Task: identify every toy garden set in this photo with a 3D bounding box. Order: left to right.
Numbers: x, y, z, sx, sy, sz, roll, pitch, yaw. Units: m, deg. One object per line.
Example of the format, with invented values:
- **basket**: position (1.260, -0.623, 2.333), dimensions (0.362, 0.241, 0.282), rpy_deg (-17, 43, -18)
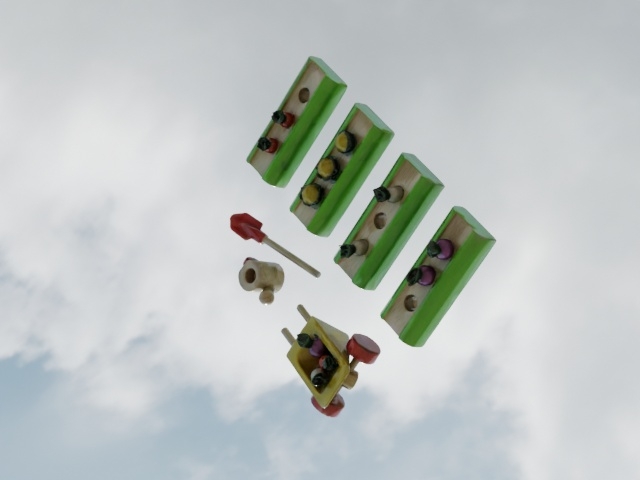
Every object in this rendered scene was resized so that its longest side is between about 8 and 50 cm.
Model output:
- **toy garden set**: position (0.000, 0.000, 1.206), dimensions (0.049, 0.204, 0.244), rpy_deg (7, -146, -48)
